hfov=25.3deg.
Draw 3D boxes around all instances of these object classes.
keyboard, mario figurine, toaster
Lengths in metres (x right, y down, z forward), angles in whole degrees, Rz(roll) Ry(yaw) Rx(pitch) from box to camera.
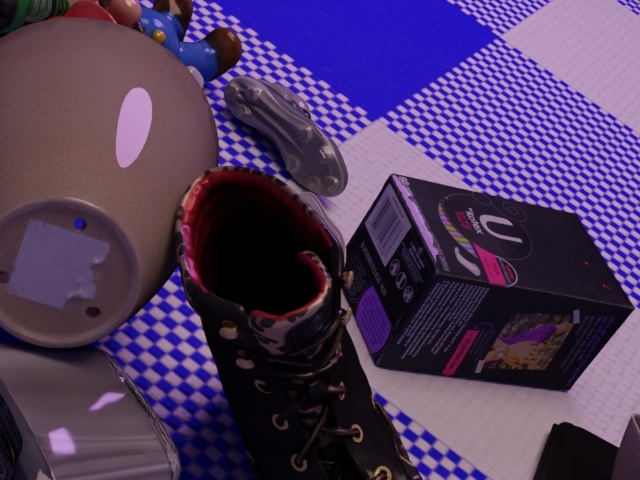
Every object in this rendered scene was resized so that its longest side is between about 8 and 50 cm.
[{"bbox_3d":[0.291,0.310,1.412,0.201,0.033,0.317,28,32,5],"label":"keyboard"},{"bbox_3d":[-0.200,-0.239,1.629,0.198,0.170,0.320,4,15,23],"label":"mario figurine"},{"bbox_3d":[-0.214,0.163,1.110,0.146,0.129,0.227,3,34,-43],"label":"toaster"}]

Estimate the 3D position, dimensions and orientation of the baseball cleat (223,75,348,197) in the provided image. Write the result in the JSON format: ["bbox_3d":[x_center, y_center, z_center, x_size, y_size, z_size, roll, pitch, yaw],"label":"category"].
[{"bbox_3d":[-0.024,-0.134,1.732,0.206,0.072,0.109,47,28,18],"label":"baseball cleat"}]

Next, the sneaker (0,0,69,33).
[{"bbox_3d":[-0.379,-0.402,1.681,0.146,0.134,0.343,5,76,-61],"label":"sneaker"}]

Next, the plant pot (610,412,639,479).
[{"bbox_3d":[0.348,0.252,1.416,0.109,0.096,0.109,14,32,-18],"label":"plant pot"}]

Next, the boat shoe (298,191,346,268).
[{"bbox_3d":[0.000,0.000,1.594,0.046,0.038,0.125,-27,51,-4],"label":"boat shoe"}]

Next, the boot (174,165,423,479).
[{"bbox_3d":[-0.003,0.137,1.153,0.138,0.284,0.377,-21,48,-7],"label":"boot"}]

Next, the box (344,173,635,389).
[{"bbox_3d":[0.179,0.049,1.574,0.270,0.143,0.165,10,38,-30],"label":"box"}]

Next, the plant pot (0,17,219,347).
[{"bbox_3d":[-0.212,-0.029,1.199,0.256,0.256,0.274,22,20,-13],"label":"plant pot"}]

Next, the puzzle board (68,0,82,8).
[{"bbox_3d":[-0.291,-0.300,1.799,0.096,0.011,0.128,-11,50,-45],"label":"puzzle board"}]
